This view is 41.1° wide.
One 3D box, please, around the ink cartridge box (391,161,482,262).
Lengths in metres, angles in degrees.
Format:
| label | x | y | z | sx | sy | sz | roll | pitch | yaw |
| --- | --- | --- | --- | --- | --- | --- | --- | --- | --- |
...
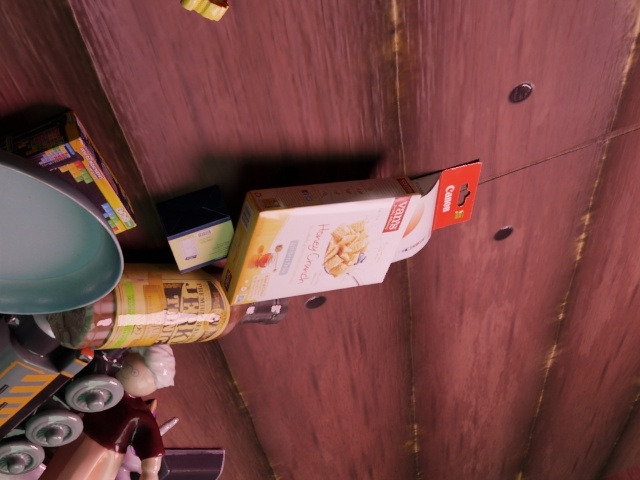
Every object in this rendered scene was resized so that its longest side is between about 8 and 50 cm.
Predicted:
| label | x | y | z | sx | sy | sz | roll | pitch | yaw |
| --- | --- | --- | --- | --- | --- | --- | --- | --- | --- |
| ink cartridge box | 0.155 | -0.035 | 1.259 | 0.179 | 0.045 | 0.145 | -14 | 145 | -9 |

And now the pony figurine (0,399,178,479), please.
| label | x | y | z | sx | sy | sz | roll | pitch | yaw |
| --- | --- | --- | --- | --- | --- | --- | --- | --- | --- |
| pony figurine | -0.395 | 0.456 | 1.386 | 0.351 | 0.363 | 0.303 | -10 | 154 | 8 |

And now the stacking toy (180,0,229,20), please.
| label | x | y | z | sx | sy | sz | roll | pitch | yaw |
| --- | --- | --- | --- | --- | --- | --- | --- | --- | --- |
| stacking toy | -0.133 | -0.294 | 0.725 | 0.221 | 0.052 | 0.167 | 13 | 131 | -41 |

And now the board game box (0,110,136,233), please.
| label | x | y | z | sx | sy | sz | roll | pitch | yaw |
| --- | --- | --- | --- | --- | --- | --- | --- | --- | --- |
| board game box | -0.304 | -0.052 | 0.955 | 0.141 | 0.048 | 0.170 | -23 | 146 | -3 |

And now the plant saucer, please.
| label | x | y | z | sx | sy | sz | roll | pitch | yaw |
| --- | --- | --- | --- | --- | --- | --- | --- | --- | --- |
| plant saucer | -0.364 | -0.013 | 0.895 | 0.318 | 0.043 | 0.317 | 2 | 147 | 1 |

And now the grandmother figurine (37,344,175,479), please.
| label | x | y | z | sx | sy | sz | roll | pitch | yaw |
| --- | --- | --- | --- | --- | --- | --- | --- | --- | --- |
| grandmother figurine | -0.317 | 0.291 | 1.247 | 0.342 | 0.208 | 0.104 | -61 | 172 | -6 |

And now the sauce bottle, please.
| label | x | y | z | sx | sy | sz | roll | pitch | yaw |
| --- | --- | --- | --- | --- | --- | --- | --- | --- | --- |
| sauce bottle | -0.186 | 0.083 | 1.147 | 0.344 | 0.111 | 0.111 | 0 | 140 | -46 |

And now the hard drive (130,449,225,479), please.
| label | x | y | z | sx | sy | sz | roll | pitch | yaw |
| --- | --- | --- | --- | --- | --- | --- | --- | --- | --- |
| hard drive | -0.313 | 0.496 | 1.689 | 0.172 | 0.054 | 0.254 | 13 | 131 | -42 |

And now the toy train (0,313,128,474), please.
| label | x | y | z | sx | sy | sz | roll | pitch | yaw |
| --- | --- | --- | --- | --- | --- | --- | --- | --- | --- |
| toy train | -0.413 | 0.201 | 1.165 | 0.334 | 0.142 | 0.190 | -39 | 134 | 21 |

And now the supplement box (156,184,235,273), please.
| label | x | y | z | sx | sy | sz | roll | pitch | yaw |
| --- | --- | --- | --- | --- | --- | --- | --- | --- | --- |
| supplement box | -0.155 | -0.013 | 1.089 | 0.083 | 0.056 | 0.083 | -19 | 146 | -8 |

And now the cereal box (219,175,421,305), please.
| label | x | y | z | sx | sy | sz | roll | pitch | yaw |
| --- | --- | --- | --- | --- | --- | --- | --- | --- | --- |
| cereal box | 0.000 | 0.000 | 1.123 | 0.240 | 0.047 | 0.173 | -7 | 138 | -28 |
